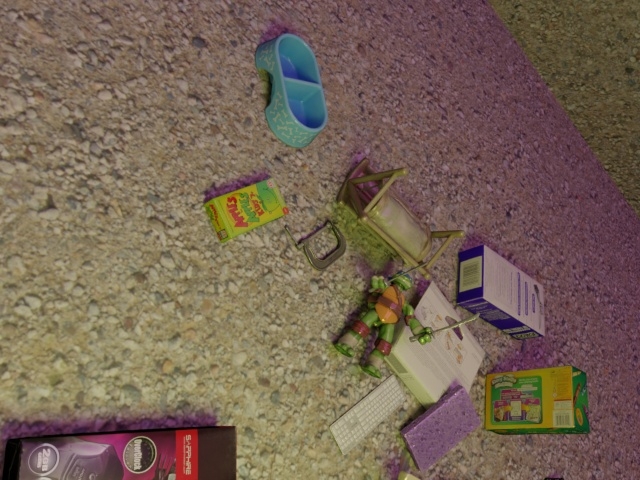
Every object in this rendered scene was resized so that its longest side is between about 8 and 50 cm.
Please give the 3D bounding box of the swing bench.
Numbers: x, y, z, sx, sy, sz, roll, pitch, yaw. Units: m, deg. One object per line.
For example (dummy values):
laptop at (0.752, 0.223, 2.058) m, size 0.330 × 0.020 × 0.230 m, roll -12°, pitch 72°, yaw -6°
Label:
swing bench at (0.191, -0.062, 1.451) m, size 0.253 × 0.254 × 0.165 m, roll 41°, pitch 88°, yaw -23°

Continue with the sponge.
sponge at (0.306, 0.475, 1.420) m, size 0.210 × 0.031 × 0.117 m, roll -31°, pitch 102°, yaw -20°

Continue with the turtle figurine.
turtle figurine at (0.174, 0.183, 1.320) m, size 0.266 × 0.274 × 0.198 m, roll -54°, pitch 136°, yaw -17°

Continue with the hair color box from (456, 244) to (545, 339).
hair color box at (0.576, 0.172, 1.780) m, size 0.338 × 0.110 × 0.185 m, roll 29°, pitch 56°, yaw -29°

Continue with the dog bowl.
dog bowl at (-0.066, -0.388, 1.424) m, size 0.165 × 0.074 × 0.297 m, roll -2°, pitch 77°, yaw -43°

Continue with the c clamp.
c clamp at (0.000, 0.000, 1.381) m, size 0.160 × 0.022 × 0.137 m, roll -29°, pitch 95°, yaw -43°

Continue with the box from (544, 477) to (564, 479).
box at (0.682, 0.906, 1.639) m, size 0.293 × 0.073 × 0.296 m, roll -17°, pitch 87°, yaw -43°

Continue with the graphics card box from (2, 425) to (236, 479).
graphics card box at (-0.308, 0.427, 0.903) m, size 0.370 × 0.094 × 0.233 m, roll 12°, pitch 67°, yaw -38°

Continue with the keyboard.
keyboard at (0.118, 0.413, 1.346) m, size 0.256 × 0.014 × 0.072 m, roll -25°, pitch 92°, yaw -44°

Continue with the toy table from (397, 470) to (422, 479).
toy table at (0.243, 0.637, 1.244) m, size 0.274 × 0.252 × 0.161 m, roll 42°, pitch 68°, yaw -34°

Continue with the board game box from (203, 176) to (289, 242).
board game box at (-0.161, -0.070, 1.247) m, size 0.181 × 0.043 × 0.092 m, roll -27°, pitch 94°, yaw -44°

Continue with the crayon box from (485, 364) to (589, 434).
crayon box at (0.603, 0.456, 1.582) m, size 0.081 × 0.278 × 0.165 m, roll 28°, pitch 58°, yaw -31°

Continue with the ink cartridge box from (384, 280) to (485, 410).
ink cartridge box at (0.311, 0.304, 1.521) m, size 0.296 × 0.066 × 0.261 m, roll 52°, pitch 49°, yaw -16°
